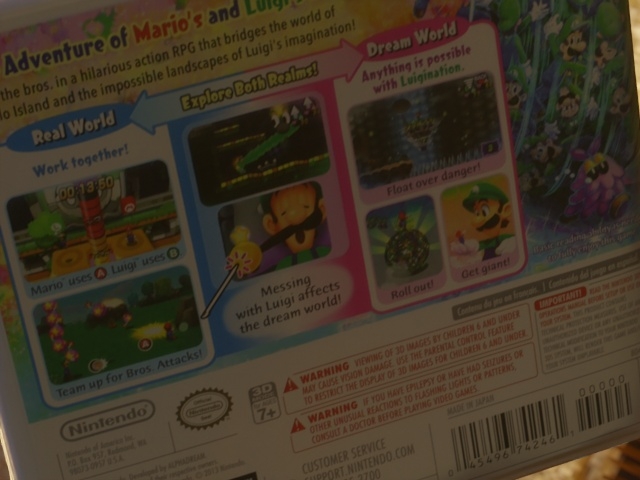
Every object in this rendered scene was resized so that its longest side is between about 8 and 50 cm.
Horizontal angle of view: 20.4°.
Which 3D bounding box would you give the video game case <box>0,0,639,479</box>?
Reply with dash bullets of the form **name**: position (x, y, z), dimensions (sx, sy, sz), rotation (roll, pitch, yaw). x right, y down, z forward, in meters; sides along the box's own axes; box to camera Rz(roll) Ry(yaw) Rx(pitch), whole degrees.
- **video game case**: position (0.000, 0.000, 0.395), dimensions (0.157, 0.019, 0.143), rotation (-16, -67, -14)
